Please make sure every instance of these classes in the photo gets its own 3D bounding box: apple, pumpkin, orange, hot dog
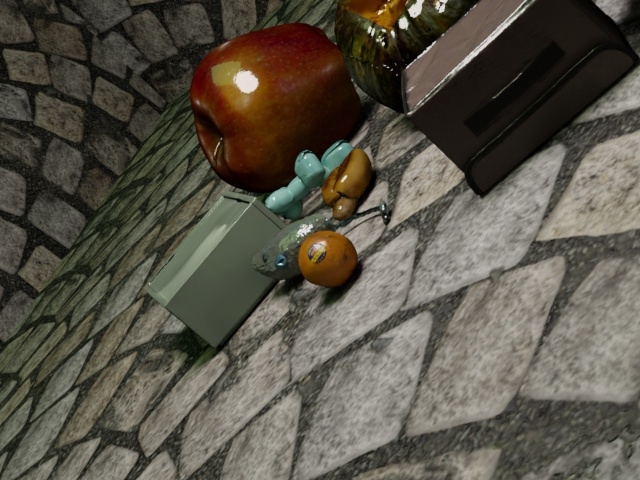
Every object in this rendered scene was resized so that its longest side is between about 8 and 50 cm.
[{"bbox_3d":[-0.089,-0.244,2.001,0.317,0.288,0.288,-34,14,-15],"label":"apple"},{"bbox_3d":[0.160,-0.356,1.708,0.320,0.192,0.320,-27,50,37],"label":"pumpkin"},{"bbox_3d":[0.011,0.026,1.501,0.083,0.083,0.083,-42,18,17],"label":"orange"},{"bbox_3d":[0.044,-0.087,1.714,0.090,0.060,0.140,-43,10,26],"label":"hot dog"}]

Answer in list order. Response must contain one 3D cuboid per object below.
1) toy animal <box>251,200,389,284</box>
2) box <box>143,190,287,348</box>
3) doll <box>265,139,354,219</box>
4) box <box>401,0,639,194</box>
[{"bbox_3d":[0.005,-0.006,1.634,0.253,0.070,0.079,-24,61,26],"label":"toy animal"},{"bbox_3d":[-0.162,0.045,1.810,0.225,0.117,0.225,-50,17,-7],"label":"box"},{"bbox_3d":[-0.024,-0.093,1.825,0.159,0.059,0.158,-25,-18,-40],"label":"doll"},{"bbox_3d":[0.237,-0.217,1.373,0.252,0.153,0.188,-42,17,21],"label":"box"}]
